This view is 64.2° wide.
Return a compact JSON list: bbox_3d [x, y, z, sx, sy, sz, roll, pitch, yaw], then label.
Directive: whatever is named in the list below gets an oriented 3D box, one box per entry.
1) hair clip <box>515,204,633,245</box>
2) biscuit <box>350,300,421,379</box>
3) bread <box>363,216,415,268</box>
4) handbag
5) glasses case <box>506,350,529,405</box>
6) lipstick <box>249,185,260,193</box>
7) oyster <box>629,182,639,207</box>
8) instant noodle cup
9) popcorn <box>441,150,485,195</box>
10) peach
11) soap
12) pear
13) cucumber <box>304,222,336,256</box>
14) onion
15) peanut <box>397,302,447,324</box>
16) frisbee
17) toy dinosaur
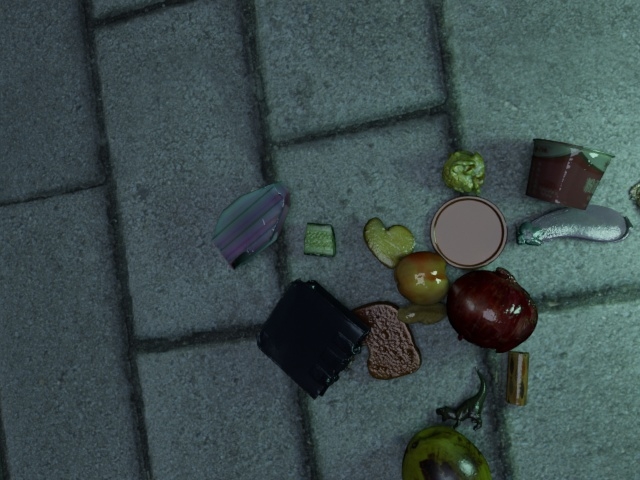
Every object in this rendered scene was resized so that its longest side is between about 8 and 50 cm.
[{"bbox_3d":[0.793,-0.044,1.617,0.359,0.110,0.095,-10,128,9],"label":"hair clip"},{"bbox_3d":[0.192,0.355,1.767,0.262,0.052,0.277,-27,84,16],"label":"biscuit"},{"bbox_3d":[0.234,-0.001,1.752,0.149,0.065,0.187,-38,79,0],"label":"bread"},{"bbox_3d":[-0.023,0.332,1.748,0.329,0.122,0.303,38,103,21],"label":"handbag"},{"bbox_3d":[0.645,0.450,1.668,0.065,0.041,0.169,3,92,14],"label":"glasses case"},{"bbox_3d":[-0.186,-0.156,1.854,0.141,0.040,0.040,21,95,11],"label":"lipstick"},{"bbox_3d":[1.040,-0.115,1.568,0.108,0.053,0.165,-27,77,2],"label":"oyster"},{"bbox_3d":[0.743,-0.201,1.557,0.235,0.235,0.178,15,104,12],"label":"instant noodle cup"},{"bbox_3d":[0.466,-0.225,1.669,0.136,0.162,0.141,-13,61,46],"label":"popcorn"},{"bbox_3d":[0.330,0.122,1.665,0.184,0.184,0.184,0,91,13],"label":"peach"},{"bbox_3d":[-0.235,-0.067,1.807,0.324,0.109,0.193,-38,87,20],"label":"soap"},{"bbox_3d":[0.394,0.733,1.614,0.284,0.283,0.283,0,91,13],"label":"pear"},{"bbox_3d":[0.000,0.000,1.802,0.115,0.062,0.116,5,84,11],"label":"cucumber"},{"bbox_3d":[0.529,0.208,1.580,0.276,0.276,0.276,0,91,13],"label":"onion"},{"bbox_3d":[0.341,0.245,1.699,0.175,0.080,0.080,-3,90,-11],"label":"peanut"},{"bbox_3d":[0.494,-0.026,1.709,0.251,0.021,0.250,0,90,12],"label":"frisbee"},{"bbox_3d":[0.465,0.530,1.687,0.187,0.087,0.178,-18,88,11],"label":"toy dinosaur"}]
